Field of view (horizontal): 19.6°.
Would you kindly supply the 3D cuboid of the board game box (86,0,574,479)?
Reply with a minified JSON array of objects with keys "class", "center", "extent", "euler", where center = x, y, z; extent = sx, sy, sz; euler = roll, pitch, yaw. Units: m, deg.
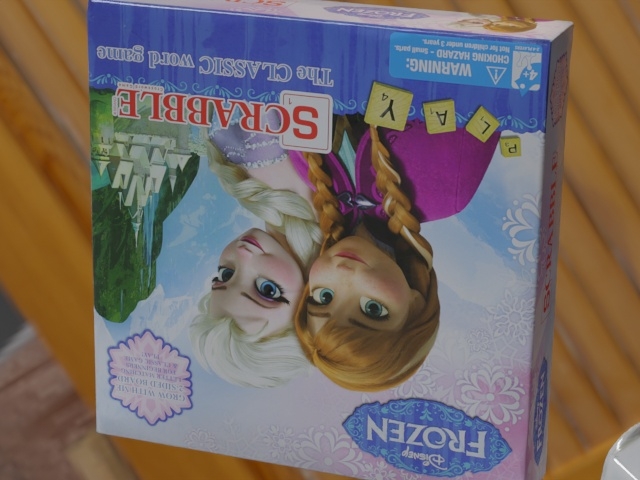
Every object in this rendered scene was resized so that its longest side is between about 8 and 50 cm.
[{"class":"board game box","center":[0.000,0.000,1.241],"extent":[0.066,0.319,0.318],"euler":[-40,-46,-63]}]

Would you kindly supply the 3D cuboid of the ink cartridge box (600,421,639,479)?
[{"class":"ink cartridge box","center":[0.395,0.242,1.173],"extent":[0.385,0.279,0.160],"euler":[43,143,34]}]
